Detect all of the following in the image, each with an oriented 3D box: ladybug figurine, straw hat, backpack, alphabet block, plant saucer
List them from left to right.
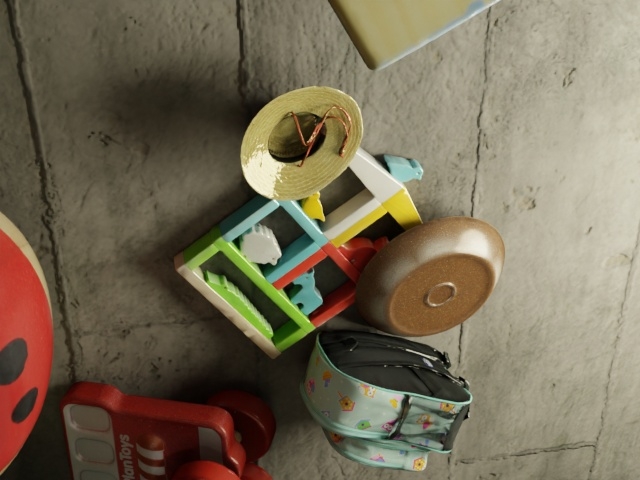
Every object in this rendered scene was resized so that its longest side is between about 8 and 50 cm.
[{"bbox_3d":[-0.423,0.131,1.222,0.305,0.162,0.449,-19,138,-21],"label":"ladybug figurine"},{"bbox_3d":[-0.031,-0.117,1.254,0.144,0.061,0.145,-15,128,-20],"label":"straw hat"},{"bbox_3d":[0.067,0.191,1.425,0.188,0.166,0.144,20,108,-22],"label":"backpack"},{"bbox_3d":[0.063,-0.311,1.063,0.192,0.193,0.197,-30,125,6],"label":"alphabet block"},{"bbox_3d":[0.140,0.056,1.404,0.198,0.036,0.199,-13,137,-12],"label":"plant saucer"}]

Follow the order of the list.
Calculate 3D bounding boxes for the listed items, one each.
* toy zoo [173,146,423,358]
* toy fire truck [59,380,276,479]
[{"bbox_3d":[0.000,0.000,1.360,0.293,0.030,0.192,-35,125,11],"label":"toy zoo"},{"bbox_3d":[-0.197,0.316,1.470,0.253,0.169,0.302,8,125,10],"label":"toy fire truck"}]
